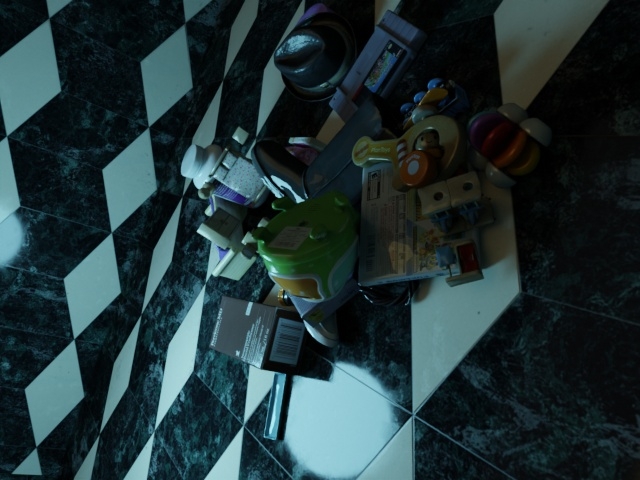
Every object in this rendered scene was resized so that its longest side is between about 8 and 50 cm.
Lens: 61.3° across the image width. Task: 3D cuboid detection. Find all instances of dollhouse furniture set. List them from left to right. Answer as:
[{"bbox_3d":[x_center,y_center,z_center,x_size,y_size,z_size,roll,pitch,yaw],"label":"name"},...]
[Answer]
[{"bbox_3d":[-0.256,-0.151,1.860,0.355,0.303,0.174,-53,8,24],"label":"dollhouse furniture set"},{"bbox_3d":[0.299,-0.022,1.128,0.129,0.129,0.184,-18,60,23],"label":"dollhouse furniture set"}]

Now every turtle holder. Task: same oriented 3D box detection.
[{"bbox_3d":[-0.018,0.007,1.367,0.243,0.227,0.320,-13,31,10],"label":"turtle holder"}]

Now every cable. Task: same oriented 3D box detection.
[{"bbox_3d":[0.162,0.088,1.344,0.150,0.047,0.184,-34,61,6],"label":"cable"}]

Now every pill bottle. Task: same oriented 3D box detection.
[{"bbox_3d":[-0.355,-0.251,2.058,0.181,0.323,0.181,-30,51,44],"label":"pill bottle"}]

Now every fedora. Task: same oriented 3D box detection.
[{"bbox_3d":[-0.043,-0.643,1.867,0.334,0.152,0.334,4,98,34],"label":"fedora"}]

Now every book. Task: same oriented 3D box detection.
[{"bbox_3d":[-0.034,-0.324,1.844,0.144,0.096,0.035,17,86,56],"label":"book"}]

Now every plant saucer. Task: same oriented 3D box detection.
[{"bbox_3d":[-0.132,0.499,1.632,0.067,0.018,0.192,-14,61,52],"label":"plant saucer"}]

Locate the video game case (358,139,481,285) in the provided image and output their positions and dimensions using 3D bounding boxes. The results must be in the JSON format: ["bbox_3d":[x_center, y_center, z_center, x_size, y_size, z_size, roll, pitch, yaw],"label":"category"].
[{"bbox_3d":[0.233,-0.065,1.308,0.300,0.036,0.329,-11,63,33],"label":"video game case"}]

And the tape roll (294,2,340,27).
[{"bbox_3d":[-0.027,-0.754,2.064,0.275,0.090,0.275,-29,52,45],"label":"tape roll"}]

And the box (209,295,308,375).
[{"bbox_3d":[-0.203,0.294,1.732,0.381,0.143,0.191,-1,73,57],"label":"box"}]

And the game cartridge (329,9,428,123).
[{"bbox_3d":[0.169,-0.529,1.696,0.355,0.068,0.230,-55,32,21],"label":"game cartridge"}]

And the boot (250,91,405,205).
[{"bbox_3d":[0.023,-0.266,1.582,0.367,0.146,0.445,53,131,6],"label":"boot"}]

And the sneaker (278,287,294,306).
[{"bbox_3d":[-0.065,0.106,1.693,0.083,0.084,0.215,5,81,42],"label":"sneaker"}]

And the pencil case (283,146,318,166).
[{"bbox_3d":[-0.111,-0.275,1.913,0.284,0.124,0.124,17,88,57],"label":"pencil case"}]

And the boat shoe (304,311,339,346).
[{"bbox_3d":[-0.001,0.188,1.534,0.084,0.095,0.258,-59,36,24],"label":"boat shoe"}]

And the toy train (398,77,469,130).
[{"bbox_3d":[0.286,-0.333,1.383,0.184,0.105,0.080,-38,42,39],"label":"toy train"}]

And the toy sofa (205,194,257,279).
[{"bbox_3d":[-0.379,-0.035,2.118,0.150,0.177,0.362,-48,40,30],"label":"toy sofa"}]

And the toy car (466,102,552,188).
[{"bbox_3d":[0.382,-0.215,1.156,0.159,0.136,0.182,-55,36,22],"label":"toy car"}]

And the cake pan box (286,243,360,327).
[{"bbox_3d":[0.010,0.079,1.521,0.245,0.070,0.267,-38,39,0],"label":"cake pan box"}]

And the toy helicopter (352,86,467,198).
[{"bbox_3d":[0.201,-0.232,1.297,0.355,0.140,0.235,12,89,53],"label":"toy helicopter"}]

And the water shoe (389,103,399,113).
[{"bbox_3d":[0.158,-0.342,1.622,0.203,0.073,0.080,-13,41,47],"label":"water shoe"}]
